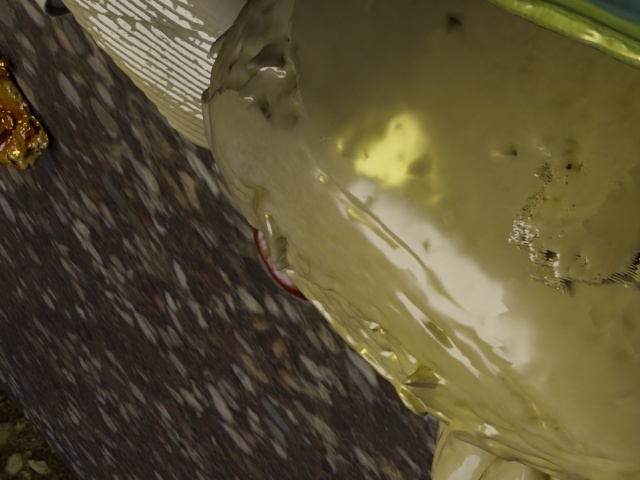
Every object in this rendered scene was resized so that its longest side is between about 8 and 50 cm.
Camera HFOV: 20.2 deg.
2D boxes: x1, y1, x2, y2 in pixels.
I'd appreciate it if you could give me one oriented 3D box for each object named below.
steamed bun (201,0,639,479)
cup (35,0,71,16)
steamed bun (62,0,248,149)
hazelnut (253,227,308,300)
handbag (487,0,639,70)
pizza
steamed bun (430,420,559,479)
[{"bbox_3d":[0.092,-0.049,0.648,0.273,0.232,0.166,43,164,23],"label":"steamed bun"},{"bbox_3d":[-0.181,-0.219,1.185,0.133,0.099,0.136,51,160,5],"label":"cup"},{"bbox_3d":[-0.036,-0.149,0.916,0.170,0.152,0.238,20,158,46],"label":"steamed bun"},{"bbox_3d":[0.000,0.000,1.189,0.086,0.086,0.086,45,159,23],"label":"hazelnut"},{"bbox_3d":[0.088,-0.188,0.438,0.263,0.222,0.241,30,155,45],"label":"handbag"},{"bbox_3d":[-0.337,-0.151,1.706,0.154,0.069,0.194,37,156,42],"label":"pizza"},{"bbox_3d":[0.173,0.132,0.809,0.289,0.203,0.276,32,151,45],"label":"steamed bun"}]
